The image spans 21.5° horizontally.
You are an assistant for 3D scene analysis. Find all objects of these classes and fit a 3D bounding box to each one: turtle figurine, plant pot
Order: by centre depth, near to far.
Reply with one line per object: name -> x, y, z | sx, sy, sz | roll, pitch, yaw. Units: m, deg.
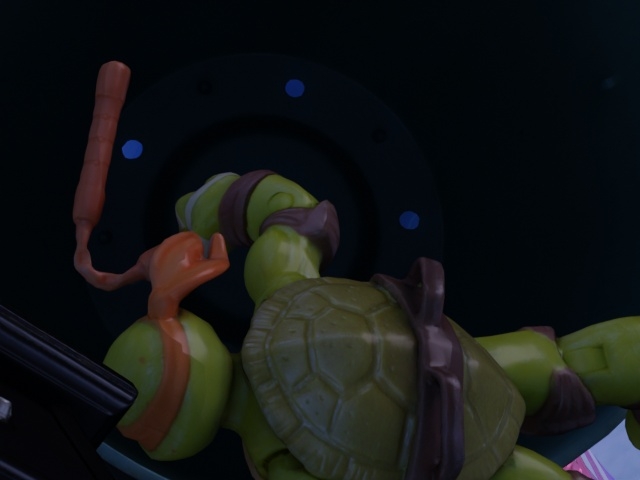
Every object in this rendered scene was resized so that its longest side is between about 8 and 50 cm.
turtle figurine -> 0.024, 0.042, 0.493 | 0.217, 0.087, 0.269 | 11, 41, -23
plant pot -> -0.011, -0.025, 0.691 | 0.293, 0.293, 0.235 | 39, -15, 0

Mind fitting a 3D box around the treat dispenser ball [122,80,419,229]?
treat dispenser ball -> 0.010, -0.040, 0.974 | 0.288, 0.288, 0.288 | 39, 3, -2

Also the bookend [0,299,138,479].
bookend -> -0.086, 0.057, 0.326 | 0.156, 0.072, 0.157 | 38, 3, -36

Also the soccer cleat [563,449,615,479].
soccer cleat -> 0.272, 0.267, 1.713 | 0.248, 0.083, 0.095 | 41, 6, -32
